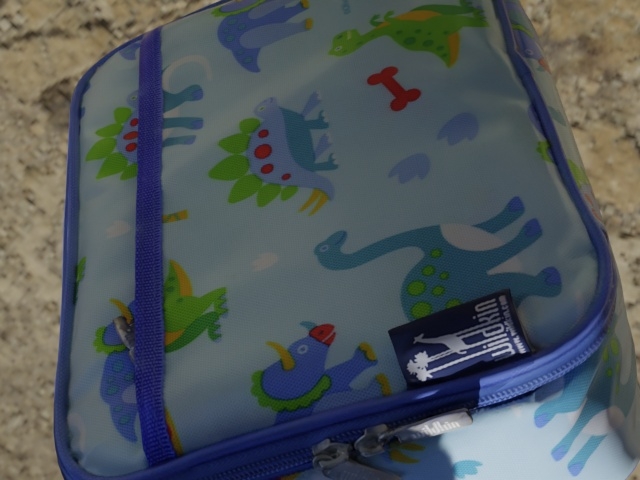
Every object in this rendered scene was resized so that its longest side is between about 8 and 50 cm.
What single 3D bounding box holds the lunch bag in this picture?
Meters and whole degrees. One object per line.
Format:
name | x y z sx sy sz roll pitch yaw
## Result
lunch bag | 0.000 0.000 0.427 0.176 0.219 0.090 -18 133 12
